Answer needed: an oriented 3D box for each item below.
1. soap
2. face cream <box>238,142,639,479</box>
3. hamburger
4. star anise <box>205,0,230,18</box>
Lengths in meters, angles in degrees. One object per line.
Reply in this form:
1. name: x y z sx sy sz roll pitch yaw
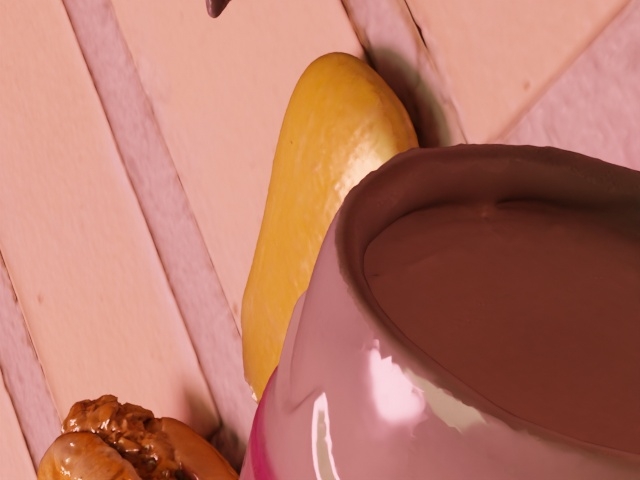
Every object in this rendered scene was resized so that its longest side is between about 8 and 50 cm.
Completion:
1. soap: 0.000 0.000 0.793 0.089 0.033 0.168 55 139 38
2. face cream: 0.060 0.092 0.590 0.175 0.175 0.195 49 136 41
3. hamburger: -0.087 0.158 0.919 0.138 0.083 0.147 34 126 45
4. star anise: -0.024 -0.189 0.740 0.209 0.089 0.231 110 146 -54
